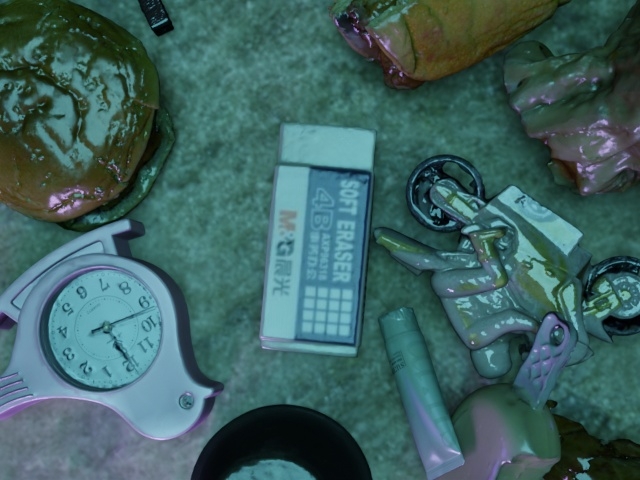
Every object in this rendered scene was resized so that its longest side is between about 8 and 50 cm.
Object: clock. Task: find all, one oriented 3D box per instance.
[{"bbox_3d":[-0.290,0.154,1.276,0.290,0.080,0.275,-32,85,1],"label":"clock"}]

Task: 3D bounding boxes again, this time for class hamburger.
[{"bbox_3d":[0.163,-0.287,1.239,0.282,0.155,0.245,8,120,-29],"label":"hamburger"},{"bbox_3d":[-0.329,-0.160,1.275,0.285,0.134,0.265,27,85,7],"label":"hamburger"}]

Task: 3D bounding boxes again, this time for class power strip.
[{"bbox_3d":[-0.225,-0.319,1.329,0.029,0.038,0.111,-26,84,2],"label":"power strip"}]

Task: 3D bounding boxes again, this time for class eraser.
[{"bbox_3d":[0.000,0.000,1.272,0.124,0.081,0.279,5,86,4],"label":"eraser"}]

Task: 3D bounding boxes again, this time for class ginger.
[{"bbox_3d":[0.389,0.273,1.220,0.309,0.107,0.133,8,91,7],"label":"ginger"}]

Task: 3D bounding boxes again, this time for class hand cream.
[{"bbox_3d":[0.120,0.182,1.242,0.050,0.078,0.205,-2,64,-33],"label":"hand cream"}]

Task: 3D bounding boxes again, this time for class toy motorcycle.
[{"bbox_3d":[0.225,0.052,1.247,0.340,0.108,0.223,33,96,5],"label":"toy motorcycle"}]

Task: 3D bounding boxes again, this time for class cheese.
[{"bbox_3d":[0.221,0.212,1.181,0.082,0.163,0.286,9,116,-28],"label":"cheese"}]

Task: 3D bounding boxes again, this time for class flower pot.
[{"bbox_3d":[-0.053,0.319,1.219,0.235,0.148,0.235,0,86,4],"label":"flower pot"}]

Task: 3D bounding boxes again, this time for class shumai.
[{"bbox_3d":[0.342,-0.176,1.166,0.262,0.314,0.267,-1,98,7],"label":"shumai"}]
